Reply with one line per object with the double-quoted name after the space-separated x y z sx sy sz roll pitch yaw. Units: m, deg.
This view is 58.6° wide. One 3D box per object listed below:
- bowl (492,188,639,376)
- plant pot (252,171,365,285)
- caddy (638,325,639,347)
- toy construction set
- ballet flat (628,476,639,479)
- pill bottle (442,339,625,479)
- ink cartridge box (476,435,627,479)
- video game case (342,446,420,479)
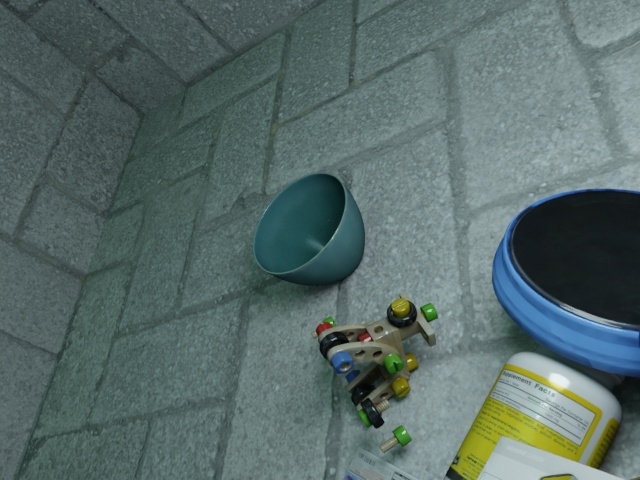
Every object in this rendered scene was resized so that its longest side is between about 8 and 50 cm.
0.480 0.042 0.915 0.392 0.077 0.391 -6 37 4 "bowl"
0.000 0.000 1.453 0.290 0.195 0.290 -24 47 28 "plant pot"
0.561 0.102 0.654 0.342 0.241 0.179 -21 23 18 "caddy"
0.130 0.217 1.194 0.237 0.257 0.309 -32 16 -5 "toy construction set"
0.428 0.361 0.743 0.343 0.124 0.116 -30 52 15 "ballet flat"
0.348 0.301 0.902 0.188 0.188 0.333 21 75 49 "pill bottle"
0.249 0.380 0.652 0.261 0.066 0.296 -48 11 -17 "ink cartridge box"
0.103 0.500 1.109 0.157 0.019 0.143 12 69 46 "video game case"
